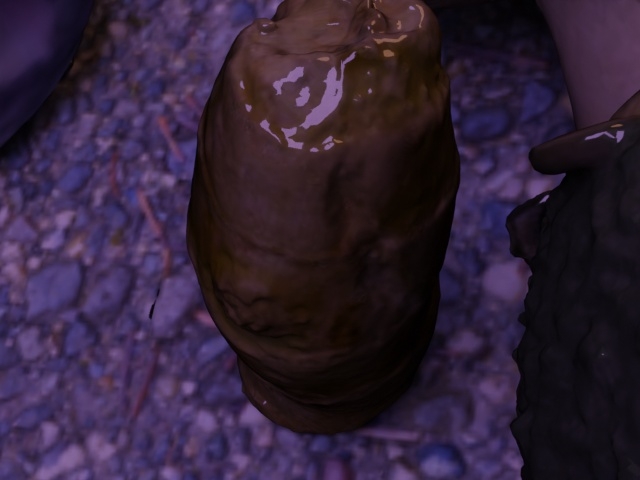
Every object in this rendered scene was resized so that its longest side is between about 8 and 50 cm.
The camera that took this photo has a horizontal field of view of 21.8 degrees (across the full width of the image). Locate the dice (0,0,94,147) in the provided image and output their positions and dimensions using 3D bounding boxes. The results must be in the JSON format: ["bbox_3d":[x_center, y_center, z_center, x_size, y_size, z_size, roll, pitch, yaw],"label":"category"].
[{"bbox_3d":[-0.293,-0.173,0.833,0.270,0.271,0.270,-38,59,-4],"label":"dice"}]

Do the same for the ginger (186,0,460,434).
[{"bbox_3d":[0.000,0.000,0.682,0.109,0.263,0.116,-12,63,-6],"label":"ginger"}]

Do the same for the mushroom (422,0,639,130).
[{"bbox_3d":[0.138,-0.152,0.710,0.292,0.292,0.290,-20,80,9],"label":"mushroom"}]

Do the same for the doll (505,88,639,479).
[{"bbox_3d":[0.226,0.012,0.467,0.349,0.247,0.247,-7,65,11],"label":"doll"}]
